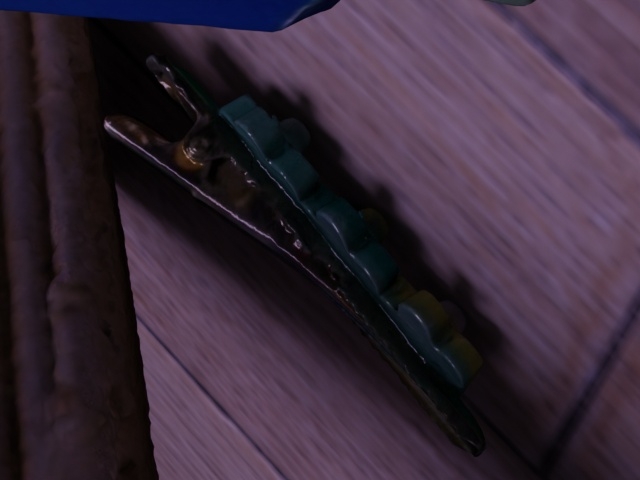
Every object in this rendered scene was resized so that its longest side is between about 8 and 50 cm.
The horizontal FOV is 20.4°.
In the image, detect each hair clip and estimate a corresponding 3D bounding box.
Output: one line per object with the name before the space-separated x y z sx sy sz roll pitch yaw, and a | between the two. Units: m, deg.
hair clip | 0.000 -0.001 0.588 0.173 0.049 0.049 44 151 9

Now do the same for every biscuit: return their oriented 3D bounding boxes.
biscuit | -0.089 0.096 0.566 0.144 0.078 0.426 89 171 -52

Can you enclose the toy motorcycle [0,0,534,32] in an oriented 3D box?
toy motorcycle | -0.068 -0.150 0.361 0.326 0.200 0.191 47 151 18
